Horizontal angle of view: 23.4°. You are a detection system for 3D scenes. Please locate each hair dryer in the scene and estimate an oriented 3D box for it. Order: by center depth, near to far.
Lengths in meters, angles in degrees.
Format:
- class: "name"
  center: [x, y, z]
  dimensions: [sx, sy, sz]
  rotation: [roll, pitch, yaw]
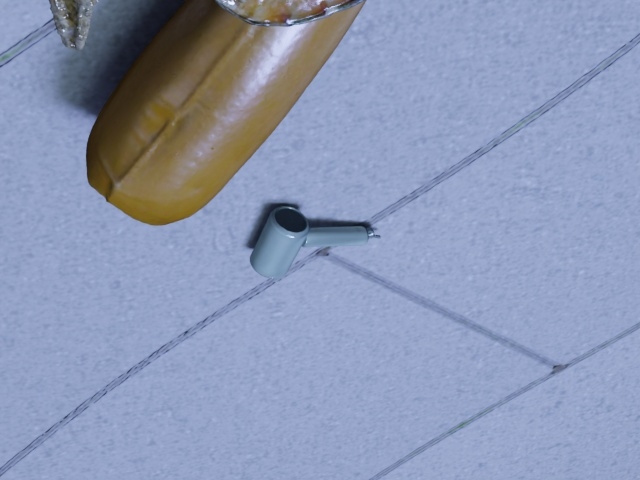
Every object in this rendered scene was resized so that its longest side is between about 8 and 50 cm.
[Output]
- class: "hair dryer"
  center: [0.000, 0.000, 1.407]
  dimensions: [0.124, 0.038, 0.063]
  rotation: [-3, 140, -31]

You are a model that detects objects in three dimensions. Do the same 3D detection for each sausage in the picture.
- class: "sausage"
  center: [-0.044, -0.156, 1.126]
  dimensions: [0.354, 0.116, 0.134]
  rotation: [-47, 177, 30]

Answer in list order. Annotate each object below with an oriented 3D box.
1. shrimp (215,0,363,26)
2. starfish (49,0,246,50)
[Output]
- class: "shrimp"
  center: [-0.016, -0.226, 0.984]
  dimensions: [0.147, 0.035, 0.195]
  rotation: [-7, 127, 12]
- class: "starfish"
  center: [-0.152, -0.212, 0.969]
  dimensions: [0.295, 0.048, 0.231]
  rotation: [1, 133, 20]
